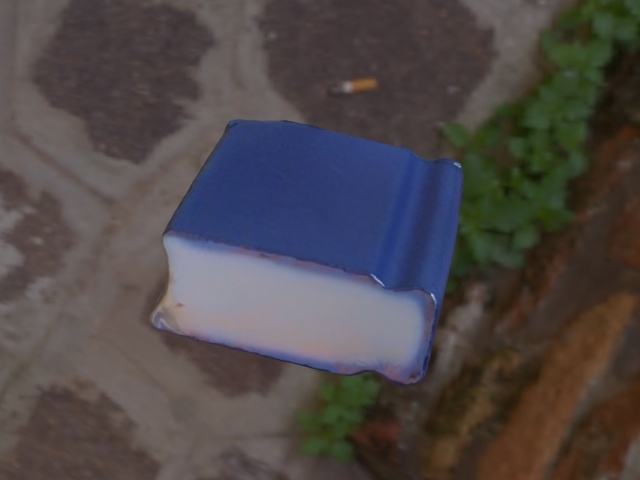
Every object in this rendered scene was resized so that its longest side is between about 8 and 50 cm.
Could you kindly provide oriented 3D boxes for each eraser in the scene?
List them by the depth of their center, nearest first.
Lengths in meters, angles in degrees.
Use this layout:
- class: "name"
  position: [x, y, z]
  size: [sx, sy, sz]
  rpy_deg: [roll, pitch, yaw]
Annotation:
- class: "eraser"
  position: [0.000, 0.000, 0.467]
  size: [0.063, 0.085, 0.027]
  rpy_deg: [12, 113, 4]
